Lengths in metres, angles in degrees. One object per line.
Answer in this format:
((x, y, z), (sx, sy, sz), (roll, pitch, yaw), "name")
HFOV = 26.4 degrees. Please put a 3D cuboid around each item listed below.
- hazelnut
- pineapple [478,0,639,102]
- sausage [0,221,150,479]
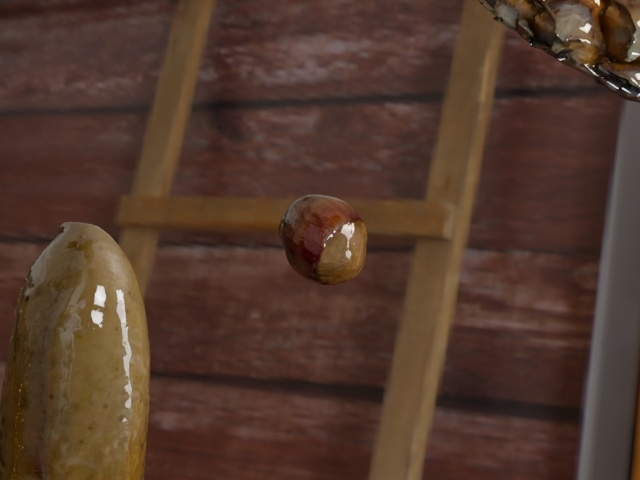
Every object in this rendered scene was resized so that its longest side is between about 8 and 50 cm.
((0.000, 0.000, 1.204), (0.086, 0.086, 0.086), (8, -10, 1), "hazelnut")
((0.243, -0.278, 0.954), (0.352, 0.300, 0.352), (17, 26, -8), "pineapple")
((-0.214, 0.232, 1.121), (0.123, 0.500, 0.136), (-2, 21, -40), "sausage")
